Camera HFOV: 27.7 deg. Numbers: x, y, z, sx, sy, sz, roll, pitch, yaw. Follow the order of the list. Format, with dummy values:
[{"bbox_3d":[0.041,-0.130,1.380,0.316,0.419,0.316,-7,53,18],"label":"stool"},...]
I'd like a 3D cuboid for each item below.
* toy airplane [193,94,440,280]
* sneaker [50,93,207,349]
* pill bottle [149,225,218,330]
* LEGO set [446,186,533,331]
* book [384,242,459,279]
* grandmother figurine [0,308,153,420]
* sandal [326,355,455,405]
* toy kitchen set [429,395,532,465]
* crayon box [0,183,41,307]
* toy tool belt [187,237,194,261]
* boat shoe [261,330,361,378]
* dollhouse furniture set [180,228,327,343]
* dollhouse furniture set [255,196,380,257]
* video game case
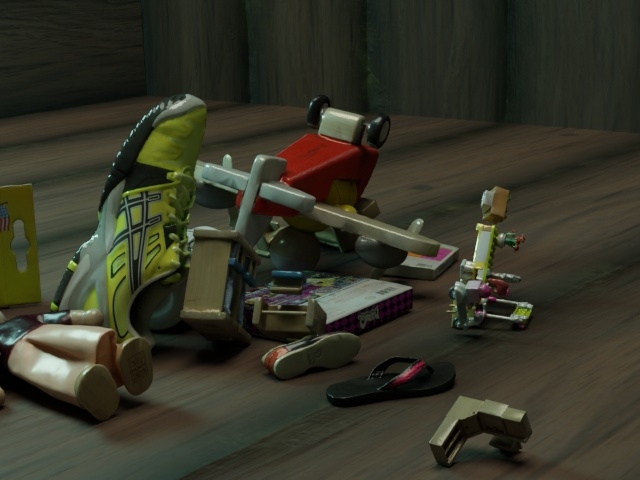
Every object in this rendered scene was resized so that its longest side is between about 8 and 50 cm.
[{"bbox_3d":[-0.038,-0.054,2.111,0.384,0.272,0.386,-2,29,-19],"label":"toy airplane"},{"bbox_3d":[-0.231,-0.016,1.814,0.147,0.384,0.145,24,3,19],"label":"sneaker"},{"bbox_3d":[-0.215,0.051,1.987,0.121,0.121,0.221,2,14,17],"label":"pill bottle"},{"bbox_3d":[0.270,0.045,1.927,0.107,0.132,0.287,8,38,16],"label":"LEGO set"},{"bbox_3d":[0.170,0.032,2.208,0.096,0.035,0.144,7,16,22],"label":"book"},{"bbox_3d":[-0.369,0.139,1.682,0.342,0.104,0.208,9,23,37],"label":"grandmother figurine"},{"bbox_3d":[0.092,0.170,1.622,0.179,0.040,0.067,-8,15,-24],"label":"sandal"},{"bbox_3d":[0.178,0.223,1.404,0.083,0.068,0.075,9,45,37],"label":"toy kitchen set"},{"bbox_3d":[-0.606,0.014,2.031,0.318,0.202,0.081,-4,14,-15],"label":"crayon box"},{"bbox_3d":[-0.172,0.019,1.888,0.051,0.052,0.083,-39,9,22],"label":"toy tool belt"},{"bbox_3d":[-0.011,0.148,1.718,0.137,0.049,0.043,-15,19,-27],"label":"boat shoe"},{"bbox_3d":[-0.078,0.069,1.789,0.184,0.129,0.129,2,-18,14],"label":"dollhouse furniture set"},{"bbox_3d":[0.000,0.000,2.313,0.161,0.101,0.182,-40,34,-29],"label":"dollhouse furniture set"},{"bbox_3d":[-0.011,0.098,1.933,0.210,0.042,0.232,8,17,36],"label":"video game case"}]
